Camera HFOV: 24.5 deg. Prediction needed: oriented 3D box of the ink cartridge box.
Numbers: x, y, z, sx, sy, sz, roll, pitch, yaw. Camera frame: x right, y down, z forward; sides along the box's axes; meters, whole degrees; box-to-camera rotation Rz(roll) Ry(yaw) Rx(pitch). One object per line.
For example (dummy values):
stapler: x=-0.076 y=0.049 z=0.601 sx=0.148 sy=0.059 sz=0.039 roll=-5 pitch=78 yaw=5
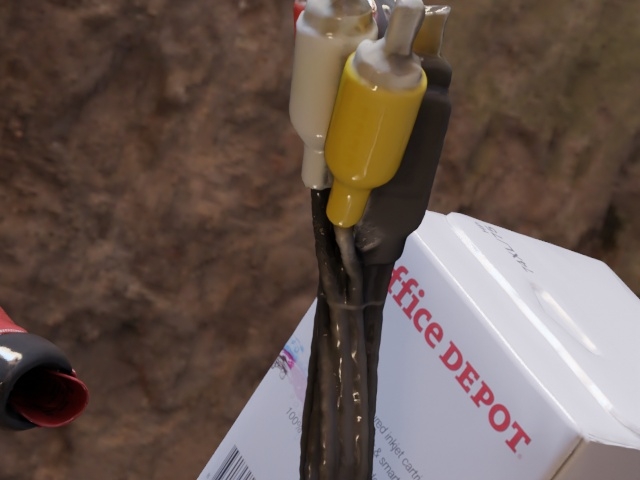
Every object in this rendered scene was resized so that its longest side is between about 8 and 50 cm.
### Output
ink cartridge box: x=0.078 y=0.152 z=0.828 sx=0.197 sy=0.198 sz=0.270 roll=15 pitch=-63 yaw=-40

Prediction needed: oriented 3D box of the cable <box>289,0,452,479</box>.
cable: x=0.000 y=0.000 z=0.658 sx=0.139 sy=0.072 sz=0.287 roll=-118 pitch=36 yaw=-58

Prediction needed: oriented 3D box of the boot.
boot: x=-0.228 y=0.076 z=1.009 sx=0.088 sy=0.176 sz=0.244 roll=-61 pitch=-5 yaw=-3
